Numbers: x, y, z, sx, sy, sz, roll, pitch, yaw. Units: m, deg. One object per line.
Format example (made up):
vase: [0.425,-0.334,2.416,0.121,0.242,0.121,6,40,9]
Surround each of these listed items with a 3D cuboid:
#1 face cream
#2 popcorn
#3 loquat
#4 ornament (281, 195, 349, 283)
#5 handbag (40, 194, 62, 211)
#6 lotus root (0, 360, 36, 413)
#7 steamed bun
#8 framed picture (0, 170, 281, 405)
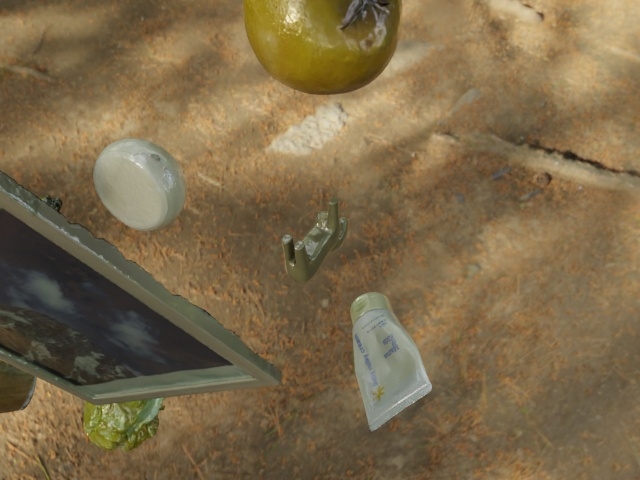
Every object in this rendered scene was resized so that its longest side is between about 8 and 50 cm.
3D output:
face cream: [0.097,0.173,1.031,0.070,0.114,0.224,39,22,-28]
popcorn: [-0.489,0.419,1.684,0.183,0.221,0.204,33,26,5]
loquat: [-0.006,-0.446,1.361,0.328,0.359,0.328,4,82,-30]
ornament: [0.000,0.000,1.533,0.061,0.245,0.230,27,62,18]
handbag: [-0.524,-0.052,1.271,0.047,0.111,0.072,38,36,-31]
lotus root: [-0.599,0.180,1.170,0.192,0.272,0.272,-7,51,-44]
steamed bun: [-0.514,-0.174,1.984,0.283,0.283,0.177,28,39,10]
framed picture: [-0.182,0.048,0.458,0.209,0.281,0.019,-14,51,30]
